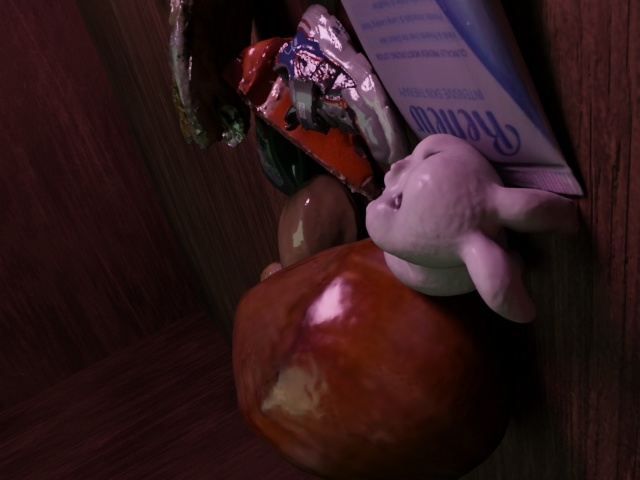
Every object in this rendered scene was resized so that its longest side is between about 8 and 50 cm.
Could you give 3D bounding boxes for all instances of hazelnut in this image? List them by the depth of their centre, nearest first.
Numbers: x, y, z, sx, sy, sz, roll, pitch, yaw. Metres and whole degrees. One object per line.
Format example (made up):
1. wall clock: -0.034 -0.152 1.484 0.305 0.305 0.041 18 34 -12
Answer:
1. hazelnut: 0.065 0.159 0.922 0.372 0.315 0.372 37 179 1

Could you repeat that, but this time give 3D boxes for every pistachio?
1. pistachio: 0.000 0.000 1.122 0.136 0.136 0.226 43 139 49

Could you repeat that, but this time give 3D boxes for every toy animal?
1. toy animal: 0.134 -0.008 0.694 0.178 0.127 0.193 36 169 3

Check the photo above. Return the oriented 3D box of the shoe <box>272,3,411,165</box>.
1. shoe: 0.009 -0.162 0.828 0.227 0.125 0.099 60 -173 23

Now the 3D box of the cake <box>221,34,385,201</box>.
1. cake: 0.006 -0.158 0.974 0.287 0.135 0.098 47 164 -19

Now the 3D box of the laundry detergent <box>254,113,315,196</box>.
1. laundry detergent: -0.057 -0.178 1.133 0.144 0.078 0.221 53 159 30

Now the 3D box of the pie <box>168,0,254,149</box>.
1. pie: -0.146 -0.274 1.010 0.302 0.067 0.302 4 -90 -79

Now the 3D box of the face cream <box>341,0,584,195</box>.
1. face cream: 0.078 -0.225 0.639 0.420 0.137 0.235 57 165 -23

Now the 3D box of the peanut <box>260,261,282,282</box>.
1. peanut: -0.067 0.133 1.622 0.206 0.087 0.087 55 162 30
